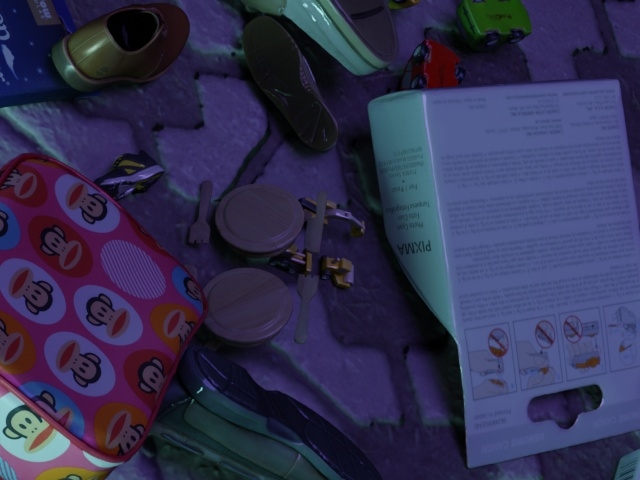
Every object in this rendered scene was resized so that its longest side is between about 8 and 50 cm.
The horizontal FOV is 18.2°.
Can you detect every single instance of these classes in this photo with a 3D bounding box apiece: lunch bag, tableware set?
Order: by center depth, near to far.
[{"bbox_3d":[-0.240,0.059,1.650,0.258,0.120,0.293,41,32,-10],"label":"lunch bag"},{"bbox_3d":[-0.063,0.028,1.889,0.128,0.039,0.194,6,50,4],"label":"tableware set"}]

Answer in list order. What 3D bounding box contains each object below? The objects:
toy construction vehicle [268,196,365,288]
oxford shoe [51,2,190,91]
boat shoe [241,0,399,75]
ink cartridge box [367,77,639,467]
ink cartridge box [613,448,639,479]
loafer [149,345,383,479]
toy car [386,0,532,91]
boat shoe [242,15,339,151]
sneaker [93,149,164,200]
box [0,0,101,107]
[{"bbox_3d":[0.000,0.000,1.974,0.098,0.035,0.086,25,52,-26],"label":"toy construction vehicle"},{"bbox_3d":[-0.169,-0.194,1.907,0.076,0.076,0.212,57,27,-2],"label":"oxford shoe"},{"bbox_3d":[-0.040,-0.285,2.063,0.302,0.103,0.113,53,32,0],"label":"boat shoe"},{"bbox_3d":[0.211,0.027,2.107,0.308,0.091,0.385,-7,90,-41],"label":"ink cartridge box"},{"bbox_3d":[0.376,0.362,2.058,0.224,0.045,0.223,38,47,-16],"label":"ink cartridge box"},{"bbox_3d":[-0.051,0.186,1.804,0.267,0.084,0.096,37,18,-34],"label":"loafer"},{"bbox_3d":[0.143,-0.235,2.218,0.225,0.053,0.239,-8,71,-42],"label":"toy car"},{"bbox_3d":[-0.030,-0.158,2.040,0.056,0.048,0.153,-35,83,0],"label":"boat shoe"},{"bbox_3d":[-0.185,-0.061,1.869,0.083,0.031,0.035,-18,64,-48],"label":"sneaker"},{"bbox_3d":[-0.305,-0.187,1.839,0.225,0.036,0.136,-12,73,-44],"label":"box"}]
